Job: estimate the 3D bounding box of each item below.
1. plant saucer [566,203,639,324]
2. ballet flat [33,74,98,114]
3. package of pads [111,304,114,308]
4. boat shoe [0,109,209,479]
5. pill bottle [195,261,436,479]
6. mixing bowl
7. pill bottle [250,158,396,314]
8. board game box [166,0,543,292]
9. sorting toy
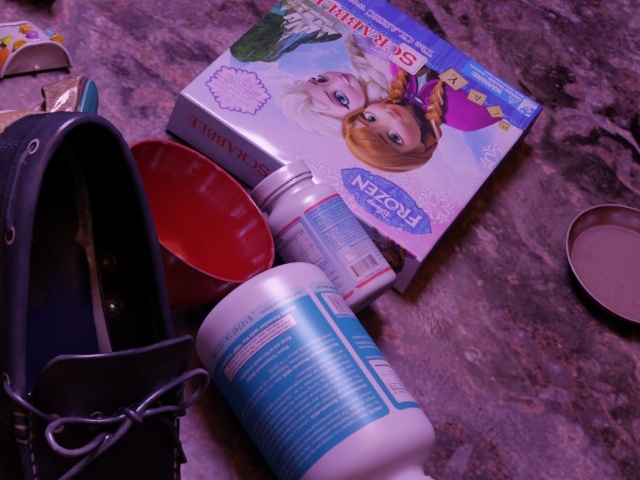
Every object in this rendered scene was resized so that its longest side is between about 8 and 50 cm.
[{"bbox_3d":[0.350,0.033,1.750,0.168,0.029,0.168,11,49,-14],"label":"plant saucer"},{"bbox_3d":[-0.274,-0.085,1.575,0.067,0.073,0.206,-3,47,9],"label":"ballet flat"},{"bbox_3d":[-0.346,0.071,1.385,0.296,0.101,0.229,36,49,7],"label":"package of pads"},{"bbox_3d":[-0.191,0.127,1.260,0.187,0.156,0.500,-6,84,-46],"label":"boat shoe"},{"bbox_3d":[0.007,0.160,1.429,0.146,0.146,0.264,-19,62,-33],"label":"pill bottle"},{"bbox_3d":[-0.144,0.000,1.510,0.181,0.098,0.181,31,31,-21],"label":"mixing bowl"},{"bbox_3d":[0.000,0.000,1.574,0.087,0.087,0.160,-29,80,-37],"label":"pill bottle"},{"bbox_3d":[0.046,-0.139,1.737,0.319,0.066,0.318,34,49,7],"label":"board game box"},{"bbox_3d":[-0.320,-0.216,1.673,0.083,0.045,0.075,-13,40,-30],"label":"sorting toy"}]
